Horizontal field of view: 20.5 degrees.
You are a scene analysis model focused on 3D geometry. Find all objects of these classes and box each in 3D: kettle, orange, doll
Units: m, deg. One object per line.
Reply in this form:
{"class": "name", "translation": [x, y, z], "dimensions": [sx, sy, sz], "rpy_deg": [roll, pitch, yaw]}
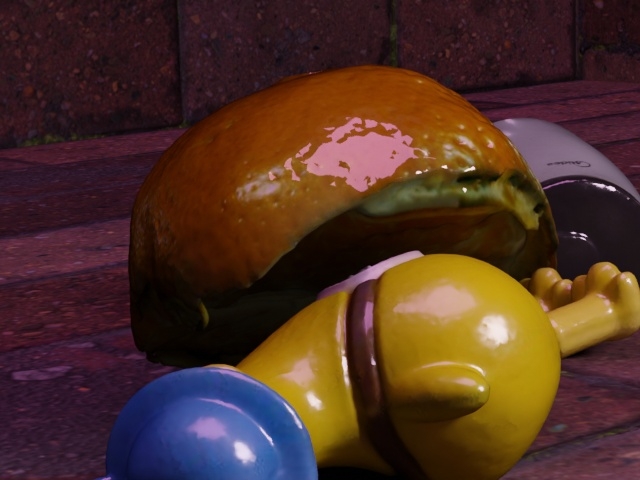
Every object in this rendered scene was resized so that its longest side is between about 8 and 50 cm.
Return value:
{"class": "kettle", "translation": [0.156, -0.003, 1.425], "dimensions": [0.221, 0.161, 0.236], "rpy_deg": [2, 13, -6]}
{"class": "orange", "translation": [-0.004, -0.009, 1.193], "dimensions": [0.262, 0.196, 0.334], "rpy_deg": [-21, -3, -16]}
{"class": "doll", "translation": [0.021, 0.092, 1.012], "dimensions": [0.363, 0.145, 0.199], "rpy_deg": [-18, 3, -33]}
